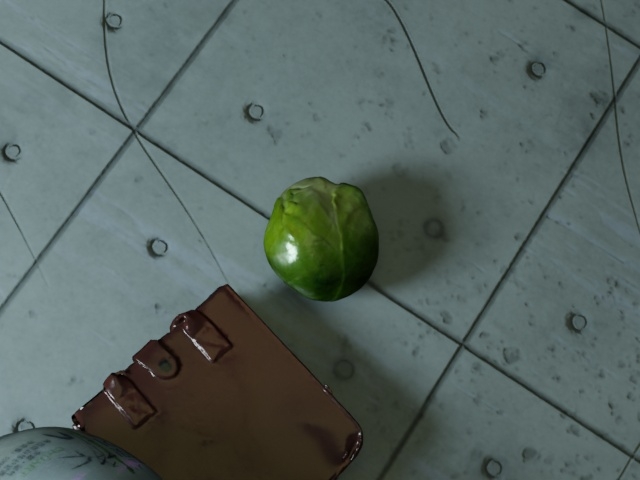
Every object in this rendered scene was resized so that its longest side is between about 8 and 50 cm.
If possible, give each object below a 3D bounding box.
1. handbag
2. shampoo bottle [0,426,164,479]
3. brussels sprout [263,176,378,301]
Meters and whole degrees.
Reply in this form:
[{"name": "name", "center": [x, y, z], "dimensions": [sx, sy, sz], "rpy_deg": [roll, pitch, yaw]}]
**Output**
[{"name": "handbag", "center": [-0.121, 0.229, 1.633], "dimensions": [0.260, 0.084, 0.275], "rpy_deg": [-40, 82, -14]}, {"name": "shampoo bottle", "center": [-0.266, 0.348, 1.456], "dimensions": [0.266, 0.273, 0.273], "rpy_deg": [21, 69, 30]}, {"name": "brussels sprout", "center": [-0.003, 0.002, 1.694], "dimensions": [0.155, 0.117, 0.155], "rpy_deg": [11, 53, -14]}]
